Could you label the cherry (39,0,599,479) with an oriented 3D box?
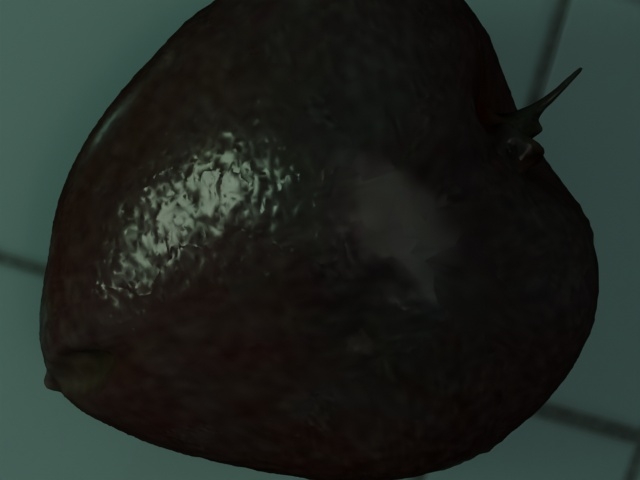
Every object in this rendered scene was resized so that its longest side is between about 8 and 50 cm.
[{"bbox_3d":[0.000,0.000,0.892,0.307,0.221,0.261,-29,92,5],"label":"cherry"}]
